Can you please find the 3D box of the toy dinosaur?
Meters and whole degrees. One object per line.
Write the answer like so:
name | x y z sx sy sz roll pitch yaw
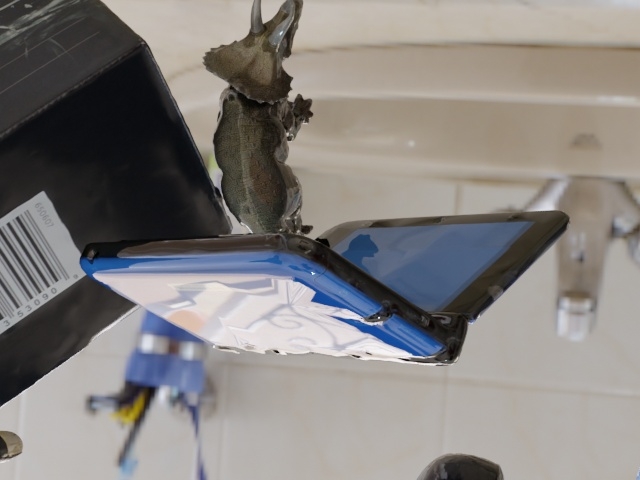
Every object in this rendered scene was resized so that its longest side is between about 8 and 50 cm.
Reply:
toy dinosaur | -0.062 -0.075 1.281 0.121 0.314 0.160 -1 178 15

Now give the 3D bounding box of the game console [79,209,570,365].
game console | 0.000 0.000 1.052 0.250 0.173 0.293 34 157 -35

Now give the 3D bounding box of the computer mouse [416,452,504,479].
computer mouse | 0.112 0.276 1.303 0.072 0.188 0.272 27 162 5

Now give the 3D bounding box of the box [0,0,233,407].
box | -0.432 -0.078 1.325 0.472 0.480 0.297 42 162 39

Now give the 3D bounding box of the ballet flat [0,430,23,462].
ballet flat | -0.272 0.132 0.861 0.173 0.049 0.057 6 159 -41

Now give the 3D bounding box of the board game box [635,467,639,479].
board game box | 0.237 0.275 0.875 0.039 0.212 0.160 -5 -143 -19
